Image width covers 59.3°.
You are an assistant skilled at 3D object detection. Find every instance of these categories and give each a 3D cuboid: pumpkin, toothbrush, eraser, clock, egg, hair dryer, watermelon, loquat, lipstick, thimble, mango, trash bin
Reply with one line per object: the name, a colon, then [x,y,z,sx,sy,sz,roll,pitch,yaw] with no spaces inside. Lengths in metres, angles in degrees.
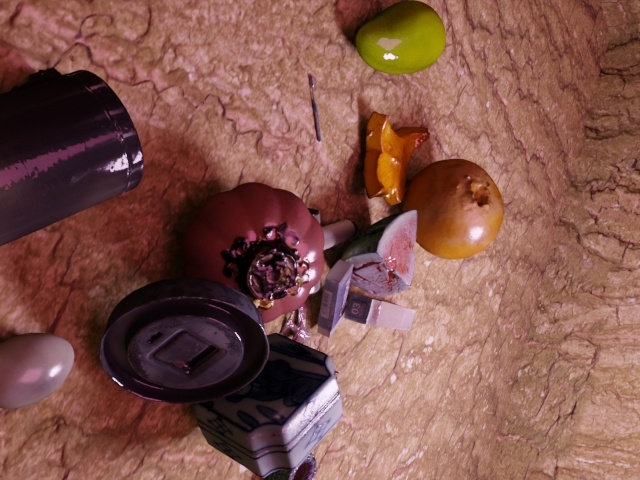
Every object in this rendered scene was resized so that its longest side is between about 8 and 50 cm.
pumpkin: [0.216,-0.236,1.666,0.290,0.095,0.258,5,91,-54]
toothbrush: [-0.011,-0.334,1.431,0.014,0.011,0.166,-34,124,-48]
eraser: [0.037,0.159,1.519,0.092,0.046,0.212,-49,155,-48]
clock: [-0.255,0.198,1.073,0.061,0.313,0.312,-103,167,-50]
egg: [-0.478,0.209,0.916,0.152,0.114,0.114,-26,118,-48]
hair dryer: [0.000,0.000,1.459,0.362,0.128,0.203,-20,114,-55]
watermelon: [0.188,0.044,1.583,0.201,0.213,0.262,53,50,-7]
loquat: [0.410,-0.096,1.765,0.329,0.329,0.328,-16,111,-48]
lipstick: [0.190,0.223,1.717,0.372,0.076,0.079,23,80,-59]
thimble: [-0.079,0.626,1.521,0.118,0.090,0.135,32,75,-49]
mango: [0.218,-0.554,1.539,0.343,0.156,0.192,-24,116,-44]
trash bin: [-0.444,-0.110,0.813,0.302,0.203,0.252,-36,85,-39]

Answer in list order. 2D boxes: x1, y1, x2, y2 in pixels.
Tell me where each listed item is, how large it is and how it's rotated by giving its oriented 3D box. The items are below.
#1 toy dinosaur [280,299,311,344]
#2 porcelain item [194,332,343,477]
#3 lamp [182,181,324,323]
toy dinosaur: [-0.062,0.234,1.494,0.108,0.032,0.220,43,56,-43]
porcelain item: [-0.114,0.352,1.262,0.286,0.282,0.157,-36,127,-37]
lamp: [-0.129,0.034,1.162,0.306,0.240,0.305,-7,110,-21]
